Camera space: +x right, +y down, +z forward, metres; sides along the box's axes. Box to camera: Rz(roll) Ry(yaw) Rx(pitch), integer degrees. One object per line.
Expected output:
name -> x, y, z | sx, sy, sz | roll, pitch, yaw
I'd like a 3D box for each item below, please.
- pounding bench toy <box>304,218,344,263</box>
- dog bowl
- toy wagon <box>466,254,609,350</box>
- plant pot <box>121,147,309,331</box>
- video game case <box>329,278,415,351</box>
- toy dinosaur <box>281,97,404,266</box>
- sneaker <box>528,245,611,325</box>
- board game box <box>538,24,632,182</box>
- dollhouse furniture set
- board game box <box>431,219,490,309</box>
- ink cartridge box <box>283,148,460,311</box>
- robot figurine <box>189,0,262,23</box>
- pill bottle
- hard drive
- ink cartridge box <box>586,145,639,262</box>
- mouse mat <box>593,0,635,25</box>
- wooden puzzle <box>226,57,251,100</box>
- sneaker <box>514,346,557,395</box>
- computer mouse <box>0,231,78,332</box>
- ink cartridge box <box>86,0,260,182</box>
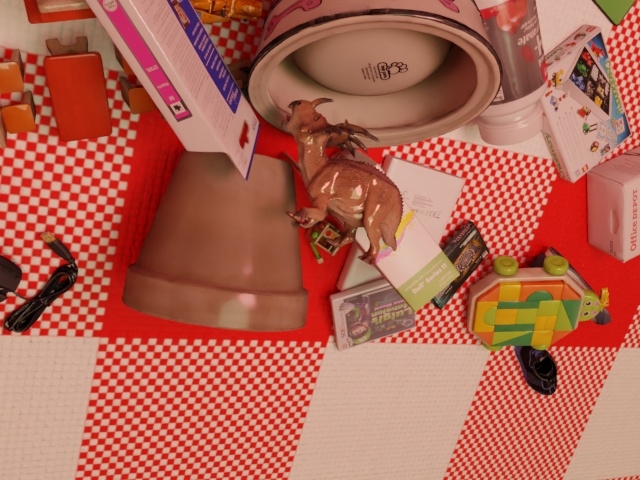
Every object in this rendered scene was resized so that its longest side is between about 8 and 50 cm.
pounding bench toy -> 0.000, 0.000, 1.383 | 0.065, 0.052, 0.083 | 33, 96, -33
dog bowl -> 0.083, -0.304, 1.107 | 0.408, 0.408, 0.150 | 11, 69, -30
toy wagon -> 0.533, 0.159, 1.635 | 0.344, 0.068, 0.267 | -1, 126, 2
plant pot -> -0.161, -0.010, 1.176 | 0.323, 0.323, 0.280 | 9, 90, -29
video game case -> 0.120, 0.159, 1.494 | 0.190, 0.022, 0.173 | -16, 133, -9
toy dinosaur -> 0.055, -0.088, 1.092 | 0.295, 0.127, 0.200 | 32, 87, -22
sneaker -> 0.630, 0.143, 1.743 | 0.131, 0.112, 0.319 | -42, 119, 14
board game box -> 0.591, -0.305, 1.538 | 0.193, 0.053, 0.305 | -38, 124, -5
dollhouse furniture set -> -0.363, -0.255, 0.991 | 0.262, 0.135, 0.259 | -13, 138, -19
board game box -> 0.309, 0.058, 1.553 | 0.186, 0.026, 0.126 | -48, 136, -9
ink cartridge box -> 0.094, -0.054, 1.282 | 0.119, 0.207, 0.353 | -40, 114, 1
robot figurine -> -0.226, -0.440, 1.050 | 0.291, 0.085, 0.211 | 0, 112, -27
pill bottle -> 0.347, -0.354, 1.321 | 0.176, 0.176, 0.319 | -30, 122, -12
hard drive -> 0.176, -0.016, 1.470 | 0.203, 0.040, 0.308 | 12, 107, -30
ink cartridge box -> 0.832, -0.117, 1.698 | 0.307, 0.129, 0.223 | -24, 121, -15
mouse mat -> 0.667, -0.589, 1.476 | 0.152, 0.007, 0.190 | 29, 96, -33
wooden puzzle -> -0.146, -0.282, 1.205 | 0.116, 0.014, 0.079 | -29, 122, -12
sneaker -> 0.602, 0.360, 1.823 | 0.081, 0.090, 0.232 | -41, 123, -4
computer mouse -> -0.535, 0.039, 1.129 | 0.184, 0.060, 0.262 | -40, 124, -4
ink cartridge box -> -0.206, -0.265, 0.986 | 0.069, 0.176, 0.371 | -19, 126, 19
